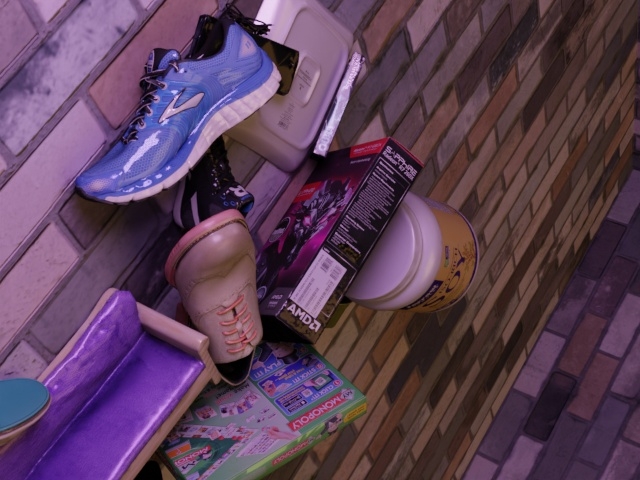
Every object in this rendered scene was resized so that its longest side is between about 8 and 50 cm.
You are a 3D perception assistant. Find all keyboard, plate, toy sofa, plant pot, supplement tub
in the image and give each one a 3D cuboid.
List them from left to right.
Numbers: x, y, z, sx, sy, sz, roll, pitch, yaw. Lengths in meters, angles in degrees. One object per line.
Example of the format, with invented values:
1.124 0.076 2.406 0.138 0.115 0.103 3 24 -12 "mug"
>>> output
-0.314 0.256 1.378 0.362 0.150 0.177 -53 150 -26 "toy sofa"
-0.112 -0.286 1.448 0.192 0.038 0.100 13 100 -44 "keyboard"
-0.042 -0.266 1.596 0.277 0.045 0.278 28 85 -63 "plate"
0.018 0.131 1.961 0.083 0.083 0.079 -28 146 -51 "plant pot"
0.157 0.022 1.940 0.331 0.241 0.241 9 101 -62 "supplement tub"

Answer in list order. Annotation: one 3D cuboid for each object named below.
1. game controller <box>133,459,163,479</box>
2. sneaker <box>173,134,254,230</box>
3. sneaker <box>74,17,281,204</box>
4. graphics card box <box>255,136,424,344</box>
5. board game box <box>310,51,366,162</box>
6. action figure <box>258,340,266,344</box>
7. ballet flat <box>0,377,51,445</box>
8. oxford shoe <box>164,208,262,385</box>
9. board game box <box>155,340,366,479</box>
-0.305 0.501 1.546 0.319 0.067 0.166 -73 170 -59 "game controller"
-0.146 -0.104 1.446 0.079 0.121 0.216 -27 132 -52 "sneaker"
-0.210 -0.177 1.310 0.330 0.130 0.147 -47 121 -21 "sneaker"
0.000 0.000 1.663 0.094 0.233 0.371 39 71 -22 "graphics card box"
0.029 -0.229 1.705 0.126 0.026 0.186 173 -61 -87 "board game box"
-0.176 0.251 1.719 0.232 0.063 0.137 -42 146 -34 "action figure"
-0.451 0.243 1.222 0.248 0.086 0.086 -19 126 -53 "ballet flat"
-0.134 0.091 1.454 0.140 0.146 0.397 -29 158 -17 "oxford shoe"
-0.113 0.281 1.587 0.317 0.213 0.046 -26 135 -26 "board game box"
